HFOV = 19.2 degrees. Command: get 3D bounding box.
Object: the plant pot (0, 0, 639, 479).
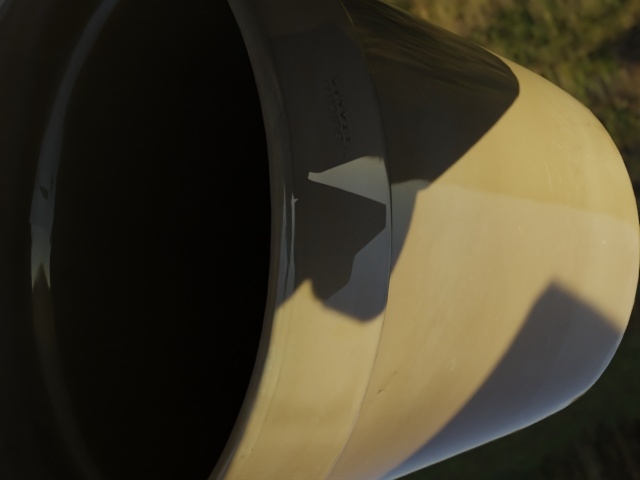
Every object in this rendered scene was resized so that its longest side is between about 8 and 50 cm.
[{"bbox_3d":[0.000,0.000,0.964,0.280,0.323,0.323,1,154,-36],"label":"plant pot"}]
